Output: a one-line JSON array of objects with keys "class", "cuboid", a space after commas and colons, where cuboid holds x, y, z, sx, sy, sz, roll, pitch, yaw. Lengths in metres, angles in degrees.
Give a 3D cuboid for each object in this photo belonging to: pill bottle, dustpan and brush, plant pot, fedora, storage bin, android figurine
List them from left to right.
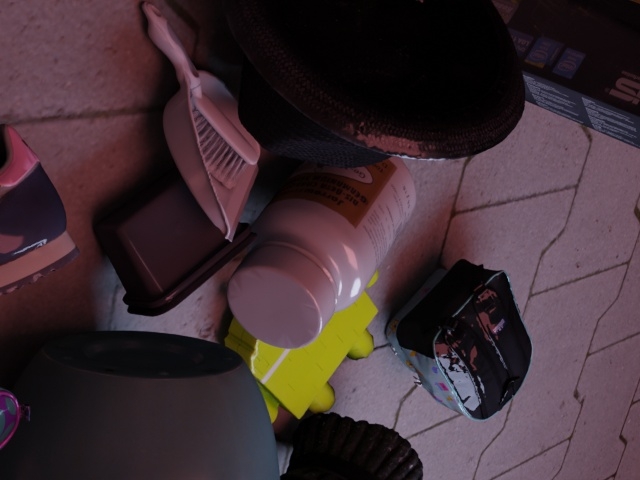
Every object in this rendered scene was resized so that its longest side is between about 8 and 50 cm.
[{"class": "plant pot", "cuboid": [-0.169, 0.213, 1.097, 0.293, 0.293, 0.235, -5, 103, -51]}, {"class": "storage bin", "cuboid": [-0.145, -0.006, 1.143, 0.135, 0.098, 0.091, -39, 112, -28]}, {"class": "dustpan and brush", "cuboid": [-0.111, -0.122, 1.103, 0.211, 0.060, 0.147, 50, 28, -22]}, {"class": "android figurine", "cuboid": [-0.022, 0.100, 1.391, 0.248, 0.056, 0.273, -54, 146, -10]}, {"class": "pill bottle", "cuboid": [0.000, 0.000, 1.230, 0.229, 0.131, 0.131, -55, 150, -46]}, {"class": "fedora", "cuboid": [0.031, -0.163, 1.150, 0.334, 0.334, 0.152, -22, 159, -43]}]

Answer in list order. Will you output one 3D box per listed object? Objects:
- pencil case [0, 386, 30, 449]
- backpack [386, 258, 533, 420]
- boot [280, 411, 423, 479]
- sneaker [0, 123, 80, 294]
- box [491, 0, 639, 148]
[{"class": "pencil case", "cuboid": [-0.303, 0.114, 0.957, 0.064, 0.151, 0.070, -9, 121, -52]}, {"class": "backpack", "cuboid": [0.191, 0.138, 1.603, 0.166, 0.144, 0.188, -47, 120, -23]}, {"class": "boot", "cuboid": [-0.043, 0.287, 1.411, 0.131, 0.348, 0.260, -40, -159, 39]}, {"class": "sneaker", "cuboid": [-0.344, 0.009, 0.903, 0.319, 0.112, 0.131, -24, 103, -36]}, {"class": "box", "cuboid": [0.326, -0.277, 1.281, 0.318, 0.395, 0.097, -56, 147, -6]}]
